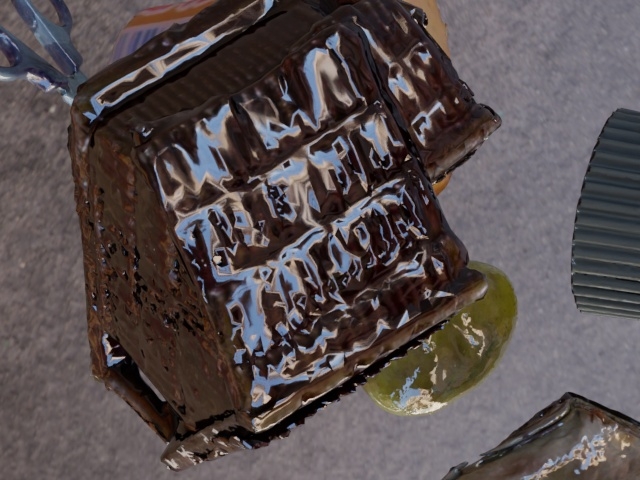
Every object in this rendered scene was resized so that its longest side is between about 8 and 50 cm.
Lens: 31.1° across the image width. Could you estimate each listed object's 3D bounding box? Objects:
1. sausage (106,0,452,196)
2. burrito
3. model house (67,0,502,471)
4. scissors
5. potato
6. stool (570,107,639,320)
[{"bbox_3d":[-0.036,-0.136,1.127,0.287,0.233,0.233,-6,118,24],"label":"sausage"},{"bbox_3d":[0.211,0.233,1.058,0.348,0.107,0.175,-27,133,-12],"label":"burrito"},{"bbox_3d":[0.000,0.000,0.787,0.317,0.282,0.297,-32,129,-23],"label":"model house"},{"bbox_3d":[-0.278,-0.168,1.433,0.029,0.256,0.383,-37,107,26],"label":"scissors"},{"bbox_3d":[0.156,0.129,1.521,0.248,0.143,0.169,-41,123,-15],"label":"potato"},{"bbox_3d":[0.541,-0.011,1.561,0.330,0.297,0.297,12,119,26],"label":"stool"}]
